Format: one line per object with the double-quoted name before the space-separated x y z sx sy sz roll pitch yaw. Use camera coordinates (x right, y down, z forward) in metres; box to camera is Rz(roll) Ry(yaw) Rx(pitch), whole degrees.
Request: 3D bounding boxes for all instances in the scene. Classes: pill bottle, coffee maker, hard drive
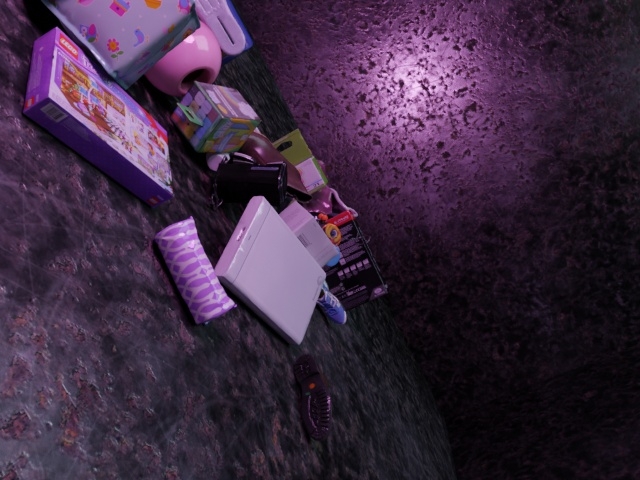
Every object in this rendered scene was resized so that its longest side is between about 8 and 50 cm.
"pill bottle" -0.292 -0.246 1.377 0.067 0.067 0.120 57 14 -31
"coffee maker" -0.184 -0.141 1.285 0.120 0.179 0.171 80 16 -67
"hard drive" -0.112 0.087 1.239 0.353 0.047 0.232 53 48 -43

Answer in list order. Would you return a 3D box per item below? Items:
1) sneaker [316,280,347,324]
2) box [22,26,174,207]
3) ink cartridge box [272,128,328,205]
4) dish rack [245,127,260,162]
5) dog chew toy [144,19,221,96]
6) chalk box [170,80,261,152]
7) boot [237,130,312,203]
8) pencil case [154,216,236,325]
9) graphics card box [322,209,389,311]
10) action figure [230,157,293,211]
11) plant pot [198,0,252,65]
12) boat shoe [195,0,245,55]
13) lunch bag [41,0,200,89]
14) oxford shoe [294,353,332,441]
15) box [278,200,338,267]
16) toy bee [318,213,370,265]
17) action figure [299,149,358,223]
"sneaker" 0.017 0.223 1.732 0.211 0.080 0.081 53 19 -5
"box" -0.394 -0.216 0.891 0.293 0.057 0.200 48 20 -52
"ink cartridge box" -0.114 -0.299 1.977 0.255 0.189 0.097 60 14 -12
"dish rack" -0.222 -0.279 1.748 0.332 0.073 0.285 61 13 -16
"dog chew toy" -0.399 -0.538 1.239 0.331 0.207 0.207 58 11 9
"chalk box" -0.290 -0.320 1.264 0.132 0.132 0.213 53 30 12
"boot" -0.140 -0.219 1.417 0.249 0.090 0.206 28 19 -44
"pencil case" -0.235 0.059 0.916 0.088 0.086 0.206 -29 95 -44
"graphics card box" 0.099 0.091 1.961 0.370 0.233 0.094 65 11 7
"action figure" -0.204 -0.176 1.504 0.285 0.099 0.185 12 57 -51
"plant pot" -0.371 -0.619 1.454 0.235 0.236 0.212 57 20 -29
"boat shoe" -0.304 -0.634 1.278 0.302 0.109 0.094 64 -13 -25
"lunch bag" -0.399 -0.469 0.919 0.262 0.223 0.160 49 -5 -10
"oxford shoe" -0.003 0.404 1.219 0.227 0.083 0.096 -101 166 -48
"box" -0.076 0.017 1.415 0.119 0.181 0.182 44 -7 48
"toy bee" 0.000 0.000 1.603 0.298 0.195 0.162 -42 116 -36
"action figure" -0.016 -0.256 2.168 0.248 0.276 0.369 30 50 -60
